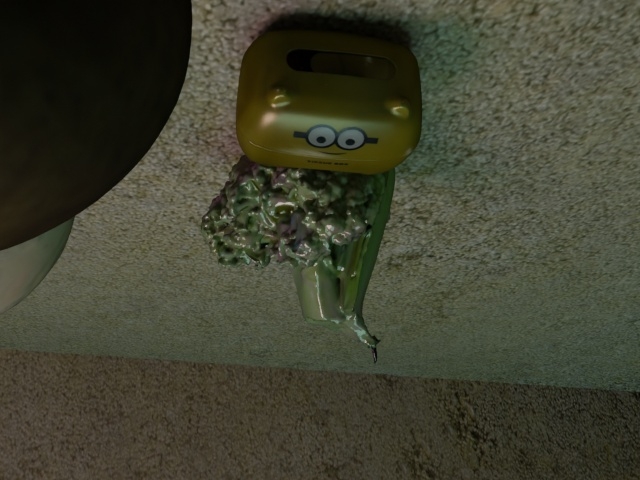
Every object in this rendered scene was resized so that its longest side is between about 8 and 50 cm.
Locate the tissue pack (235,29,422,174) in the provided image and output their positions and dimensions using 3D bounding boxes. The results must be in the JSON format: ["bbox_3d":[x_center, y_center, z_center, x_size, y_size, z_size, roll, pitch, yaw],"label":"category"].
[{"bbox_3d":[0.010,-0.134,0.772,0.178,0.123,0.127,4,159,-10],"label":"tissue pack"}]

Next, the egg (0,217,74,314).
[{"bbox_3d":[-0.393,-0.059,0.748,0.345,0.283,0.283,14,156,-39],"label":"egg"}]

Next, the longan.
[{"bbox_3d":[-0.242,-0.137,0.514,0.319,0.319,0.319,0,160,0],"label":"longan"}]

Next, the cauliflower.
[{"bbox_3d":[0.000,0.000,0.932,0.239,0.315,0.256,-12,-179,-22],"label":"cauliflower"}]
